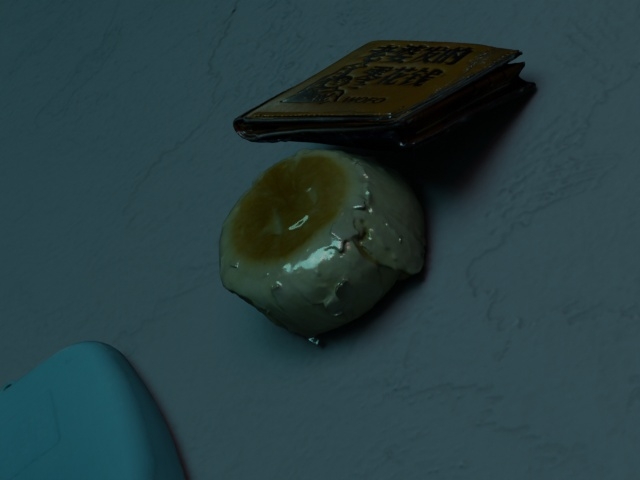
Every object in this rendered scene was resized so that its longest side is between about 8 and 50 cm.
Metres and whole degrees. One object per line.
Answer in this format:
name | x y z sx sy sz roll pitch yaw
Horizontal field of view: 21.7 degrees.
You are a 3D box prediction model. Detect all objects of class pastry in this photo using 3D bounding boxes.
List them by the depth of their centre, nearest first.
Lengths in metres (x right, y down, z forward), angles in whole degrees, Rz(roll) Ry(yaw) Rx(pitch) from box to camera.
pastry | 0.000 0.000 1.286 0.166 0.088 0.166 -22 44 23

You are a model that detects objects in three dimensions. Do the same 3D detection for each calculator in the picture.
calculator | -0.220 0.227 1.293 0.256 0.054 0.386 -37 35 7

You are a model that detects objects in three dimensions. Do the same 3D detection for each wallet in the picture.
wallet | 0.049 -0.117 1.329 0.161 0.042 0.195 -28 25 -37
